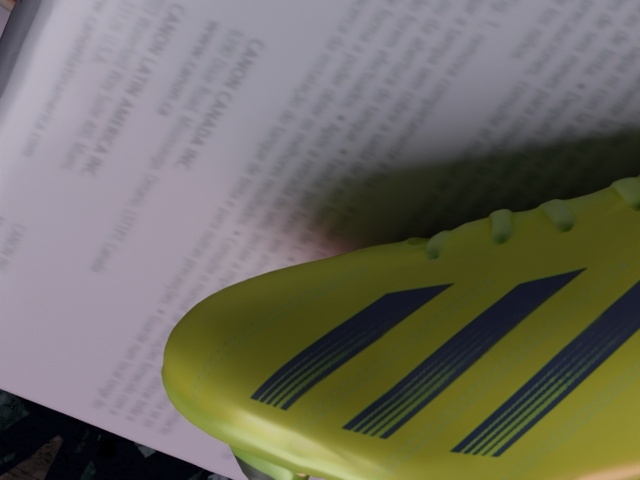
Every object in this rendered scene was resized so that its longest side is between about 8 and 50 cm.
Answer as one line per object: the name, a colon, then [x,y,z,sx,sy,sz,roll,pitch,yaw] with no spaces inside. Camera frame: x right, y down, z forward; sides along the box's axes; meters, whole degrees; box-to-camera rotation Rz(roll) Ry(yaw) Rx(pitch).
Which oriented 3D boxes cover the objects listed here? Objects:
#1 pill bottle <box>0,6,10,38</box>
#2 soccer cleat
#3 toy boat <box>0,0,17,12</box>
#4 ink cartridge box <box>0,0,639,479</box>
pill bottle: [-0.178,-0.148,0.904,0.318,0.176,0.176,33,171,10]
soccer cleat: [0.097,0.013,0.452,0.289,0.121,0.093,2,-161,19]
toy boat: [-0.064,-0.158,0.556,0.151,0.151,0.231,8,154,48]
ink cartridge box: [0.095,-0.007,0.544,0.385,0.091,0.308,22,139,-13]
